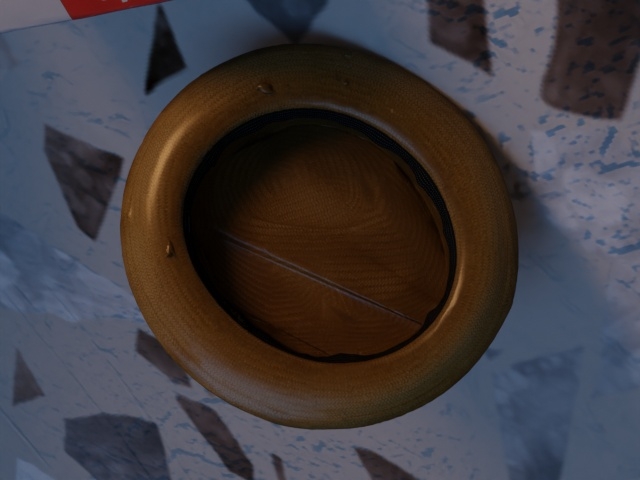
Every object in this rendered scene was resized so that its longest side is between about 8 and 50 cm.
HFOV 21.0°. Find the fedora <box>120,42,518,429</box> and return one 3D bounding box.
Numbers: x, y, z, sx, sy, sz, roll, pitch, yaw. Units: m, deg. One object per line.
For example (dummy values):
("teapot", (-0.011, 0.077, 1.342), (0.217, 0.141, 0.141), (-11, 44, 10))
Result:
("fedora", (0.000, 0.000, 0.850), (0.194, 0.194, 0.079), (32, 177, 5))

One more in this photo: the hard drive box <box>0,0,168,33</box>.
("hard drive box", (-0.141, -0.216, 0.760), (0.181, 0.089, 0.232), (-5, 126, 39))
